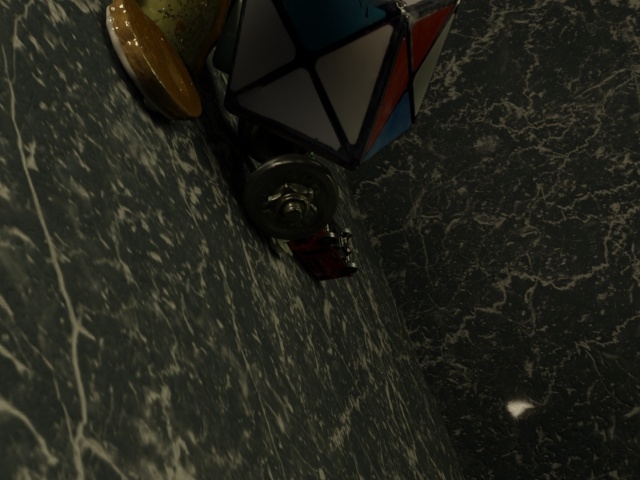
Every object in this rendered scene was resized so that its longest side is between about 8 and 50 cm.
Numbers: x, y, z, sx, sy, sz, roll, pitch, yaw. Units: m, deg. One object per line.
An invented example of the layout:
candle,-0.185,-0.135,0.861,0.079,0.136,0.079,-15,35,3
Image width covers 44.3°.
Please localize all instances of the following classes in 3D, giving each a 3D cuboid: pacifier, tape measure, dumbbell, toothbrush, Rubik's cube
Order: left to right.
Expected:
toothbrush,-0.199,-0.321,1.766,0.131,0.013,0.011,65,3,15
tape measure,-0.130,-0.427,1.520,0.098,0.215,0.351,25,1,-5
dumbbell,-0.070,-0.155,1.538,0.406,0.179,0.179,-101,164,-55
pacifier,-0.067,-0.007,1.518,0.068,0.064,0.083,59,6,15
Rubik's cube,0.031,-0.351,1.430,0.305,0.310,0.307,-41,153,-52

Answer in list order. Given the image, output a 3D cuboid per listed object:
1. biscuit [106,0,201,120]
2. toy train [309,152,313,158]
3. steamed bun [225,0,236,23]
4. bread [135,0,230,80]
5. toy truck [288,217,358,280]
biscuit,-0.246,-0.256,1.166,0.181,0.049,0.208,68,9,20
toy train,-0.061,-0.133,1.830,0.253,0.105,0.157,-84,162,-71
steamed bun,-0.219,-0.591,1.643,0.177,0.283,0.283,24,15,-5
bread,-0.310,-0.495,1.407,0.315,0.279,0.248,-69,160,-8
toy truck,0.000,0.000,1.734,0.252,0.114,0.107,53,26,-60
